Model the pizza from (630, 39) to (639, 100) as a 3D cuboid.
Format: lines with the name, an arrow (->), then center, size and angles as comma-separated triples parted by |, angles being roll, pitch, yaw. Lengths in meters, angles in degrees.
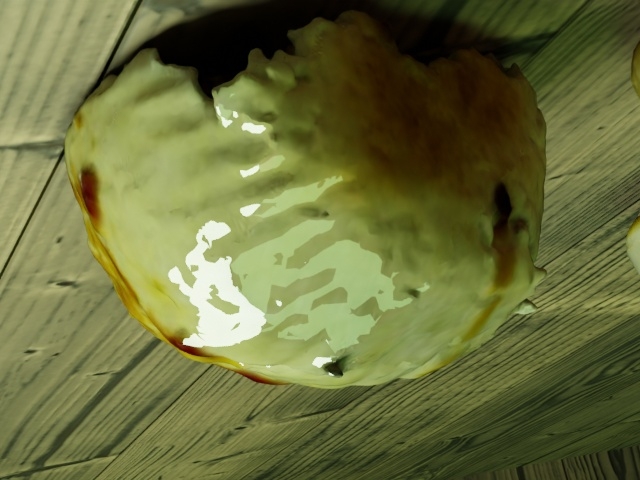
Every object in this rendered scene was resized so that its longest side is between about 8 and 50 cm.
pizza -> 0.329, -0.032, 0.839 | 0.278, 0.114, 0.409 | 23, 179, 42

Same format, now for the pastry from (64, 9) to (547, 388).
pastry -> -0.010, 0.002, 0.775 | 0.256, 0.170, 0.237 | 11, 148, -43

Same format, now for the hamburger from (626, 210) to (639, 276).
hamburger -> 0.336, -0.013, 1.097 | 0.173, 0.116, 0.210 | 13, 154, -40
